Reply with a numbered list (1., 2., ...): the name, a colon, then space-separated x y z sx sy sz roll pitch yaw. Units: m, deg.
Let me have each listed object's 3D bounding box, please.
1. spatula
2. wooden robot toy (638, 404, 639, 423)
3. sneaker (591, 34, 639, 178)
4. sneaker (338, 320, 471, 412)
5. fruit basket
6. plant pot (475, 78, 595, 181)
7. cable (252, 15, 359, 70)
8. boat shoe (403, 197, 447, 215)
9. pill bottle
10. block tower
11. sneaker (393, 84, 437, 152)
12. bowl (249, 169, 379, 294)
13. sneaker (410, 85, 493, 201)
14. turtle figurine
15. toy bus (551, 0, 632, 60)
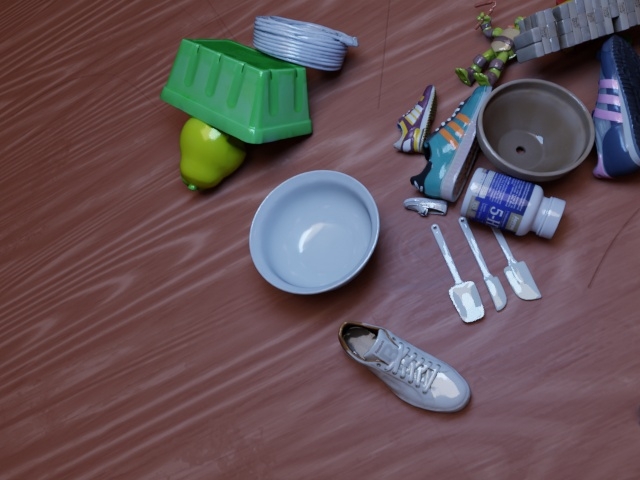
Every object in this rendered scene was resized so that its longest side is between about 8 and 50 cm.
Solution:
1. spatula: 0.338 0.041 1.123 0.168 0.019 0.241 -23 62 10
2. wooden robot toy: 0.615 0.340 0.871 0.079 0.076 0.173 -23 62 -3
3. sneaker: 0.609 -0.280 1.104 0.112 0.131 0.318 15 66 -22
4. sneaker: 0.154 0.249 1.041 0.290 0.123 0.105 23 75 25
5. fruit basket: -0.239 -0.312 1.385 0.393 0.283 0.391 15 116 35
6. plant pot: 0.446 -0.219 1.129 0.238 0.109 0.237 0 68 1
7. cable: -0.053 -0.527 1.390 0.257 0.089 0.257 0 30 -25
8. boat shoe: 0.239 -0.074 1.199 0.100 0.035 0.035 6 67 14
9. pill bottle: 0.399 -0.073 1.092 0.187 0.112 0.111 21 76 18
10. block tower: 0.594 -0.479 1.121 0.336 0.097 0.090 -18 102 -1
11. sneaker: 0.231 -0.302 1.279 0.084 0.069 0.185 9 69 22
12. bowl: 0.000 0.000 1.194 0.298 0.134 0.297 -7 65 16
13. sneaker: 0.303 -0.236 1.204 0.121 0.108 0.302 20 74 26
14. turtle figurine: 0.431 -0.471 1.272 0.217 0.087 0.269 -48 54 1
15. toy bus: 0.634 -0.531 1.215 0.191 0.104 0.202 16 75 24
